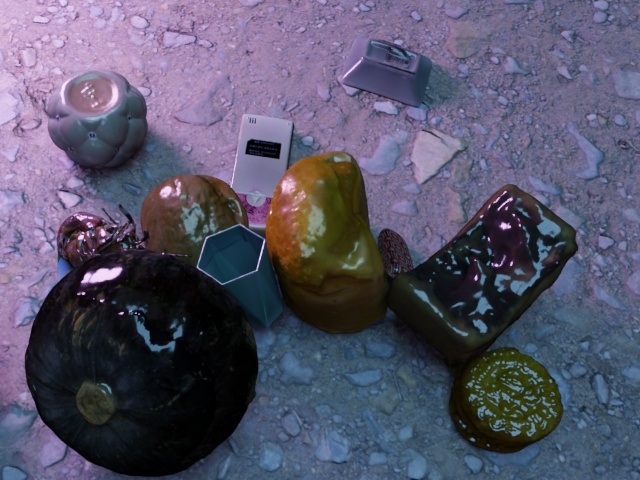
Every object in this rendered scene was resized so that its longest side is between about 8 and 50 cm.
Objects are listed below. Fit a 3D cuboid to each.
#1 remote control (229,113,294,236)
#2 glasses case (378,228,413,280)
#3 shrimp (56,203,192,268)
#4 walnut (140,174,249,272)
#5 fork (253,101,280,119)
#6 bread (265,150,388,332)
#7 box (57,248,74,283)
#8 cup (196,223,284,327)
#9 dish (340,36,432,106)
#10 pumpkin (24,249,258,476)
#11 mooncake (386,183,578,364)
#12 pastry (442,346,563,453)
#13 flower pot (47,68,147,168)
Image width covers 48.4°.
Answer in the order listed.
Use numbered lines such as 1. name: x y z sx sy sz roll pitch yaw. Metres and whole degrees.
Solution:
1. remote control: -0.155 -0.170 1.822 0.145 0.050 0.343 9 62 -4
2. glasses case: 0.181 0.042 1.726 0.073 0.049 0.194 27 27 -18
3. shrimp: -0.431 0.006 1.520 0.343 0.116 0.145 7 74 27
4. walnut: -0.284 -0.015 1.624 0.283 0.227 0.282 -3 83 25
5. fork: -0.138 -0.343 1.939 0.115 0.012 0.016 35 59 15
6. bread: 0.000 0.000 1.586 0.251 0.394 0.360 -13 68 2
7. box: -0.521 0.092 1.620 0.139 0.073 0.194 -5 64 -11
8. cup: -0.160 0.087 1.530 0.134 0.235 0.148 5 59 15
9. dish: 0.197 -0.503 2.031 0.243 0.080 0.181 18 62 0
10. pumpkin: -0.340 0.236 1.385 0.455 0.454 0.344 27 26 6
11. mooncake: 0.363 0.073 1.579 0.246 0.394 0.393 45 26 12
12. pastry: 0.416 0.348 1.593 0.240 0.132 0.235 0 64 -9
13. flower pot: -0.546 -0.302 1.751 0.246 0.195 0.245 4 63 -8
